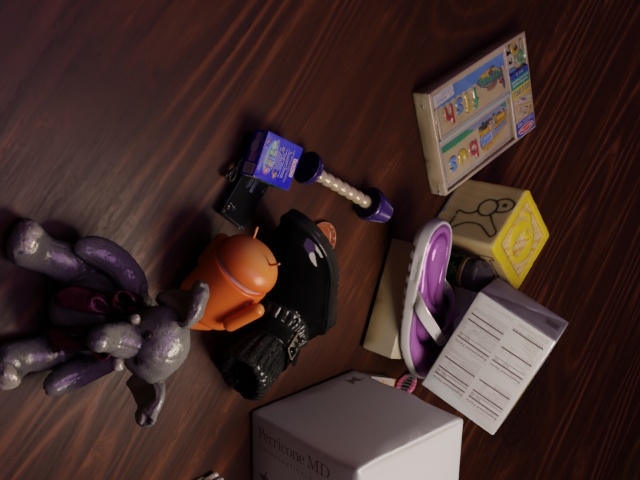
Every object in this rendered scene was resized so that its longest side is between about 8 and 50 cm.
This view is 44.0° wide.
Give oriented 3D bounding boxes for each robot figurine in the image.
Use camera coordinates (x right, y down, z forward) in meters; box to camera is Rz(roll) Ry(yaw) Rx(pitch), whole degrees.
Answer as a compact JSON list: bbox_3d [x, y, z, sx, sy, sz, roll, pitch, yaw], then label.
[{"bbox_3d":[-0.165,0.078,1.442,0.128,0.158,0.219,39,113,-19],"label":"robot figurine"}]

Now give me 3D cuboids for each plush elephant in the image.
[{"bbox_3d":[-0.322,0.143,1.254,0.330,0.255,0.272,15,91,-46],"label":"plush elephant"}]

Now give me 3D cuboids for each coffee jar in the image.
[{"bbox_3d":[0.323,0.069,1.923,0.096,0.184,0.079,18,89,-46],"label":"coffee jar"}]

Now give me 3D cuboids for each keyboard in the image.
[{"bbox_3d":[-0.140,-0.121,1.525,0.108,0.023,0.180,42,71,-50],"label":"keyboard"}]

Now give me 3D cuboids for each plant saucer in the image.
[{"bbox_3d":[0.000,0.000,1.705,0.083,0.013,0.084,-15,113,-40],"label":"plant saucer"}]

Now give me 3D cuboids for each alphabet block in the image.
[{"bbox_3d":[0.423,-0.018,1.989,0.192,0.197,0.193,-55,134,-17],"label":"alphabet block"}]

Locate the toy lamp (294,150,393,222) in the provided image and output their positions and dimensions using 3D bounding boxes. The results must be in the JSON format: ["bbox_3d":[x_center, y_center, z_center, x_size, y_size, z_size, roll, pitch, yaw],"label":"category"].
[{"bbox_3d":[0.058,-0.106,1.688,0.274,0.080,0.080,29,81,-45],"label":"toy lamp"}]

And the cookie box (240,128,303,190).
[{"bbox_3d":[-0.092,-0.153,1.517,0.107,0.040,0.092,21,89,-52],"label":"cookie box"}]

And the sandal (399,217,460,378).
[{"bbox_3d":[0.263,0.154,1.815,0.169,0.102,0.417,-30,127,-41],"label":"sandal"}]

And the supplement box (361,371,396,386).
[{"bbox_3d":[0.134,0.357,1.928,0.098,0.036,0.062,17,90,-46],"label":"supplement box"}]

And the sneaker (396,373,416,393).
[{"bbox_3d":[0.212,0.396,2.021,0.119,0.047,0.057,-62,157,-10],"label":"sneaker"}]

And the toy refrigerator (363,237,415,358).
[{"bbox_3d":[0.191,0.138,1.883,0.102,0.094,0.270,12,94,-53],"label":"toy refrigerator"}]

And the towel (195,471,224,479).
[{"bbox_3d":[-0.286,0.608,1.579,0.282,0.049,0.187,-33,123,-34],"label":"towel"}]

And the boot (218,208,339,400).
[{"bbox_3d":[-0.088,0.135,1.541,0.260,0.131,0.348,-38,139,-31],"label":"boot"}]

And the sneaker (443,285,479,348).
[{"bbox_3d":[0.325,0.220,2.058,0.123,0.106,0.290,0,115,-8],"label":"sneaker"}]

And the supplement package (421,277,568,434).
[{"bbox_3d":[0.403,0.259,1.823,0.263,0.198,0.199,-62,161,19],"label":"supplement package"}]

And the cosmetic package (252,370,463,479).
[{"bbox_3d":[0.073,0.549,1.717,0.327,0.329,0.394,-13,110,-41],"label":"cosmetic package"}]

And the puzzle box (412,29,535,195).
[{"bbox_3d":[0.393,-0.321,1.973,0.409,0.052,0.272,-37,126,-32],"label":"puzzle box"}]
